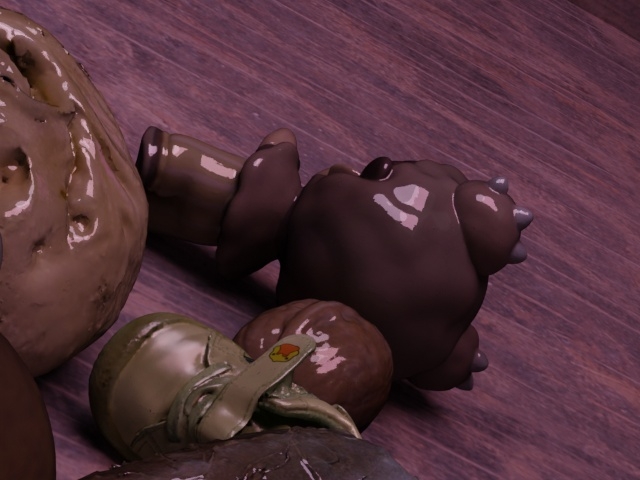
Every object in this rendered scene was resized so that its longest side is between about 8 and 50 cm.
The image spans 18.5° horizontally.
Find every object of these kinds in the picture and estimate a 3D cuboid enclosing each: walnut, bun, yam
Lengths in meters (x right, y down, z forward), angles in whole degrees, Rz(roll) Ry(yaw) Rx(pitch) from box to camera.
[{"bbox_3d":[-0.011,0.118,1.706,0.140,0.140,0.162,43,20,21],"label":"walnut"},{"bbox_3d":[-0.283,-0.053,1.599,0.326,0.234,0.362,20,34,-36],"label":"bun"},{"bbox_3d":[-0.077,0.237,1.368,0.201,0.202,0.271,21,19,31],"label":"yam"}]

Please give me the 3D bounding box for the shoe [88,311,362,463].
[{"bbox_3d":[-0.056,0.149,1.573,0.262,0.128,0.140,42,53,0],"label":"shoe"}]

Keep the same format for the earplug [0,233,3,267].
[{"bbox_3d":[-0.378,-0.028,1.379,0.324,0.185,0.185,15,24,7],"label":"earplug"}]

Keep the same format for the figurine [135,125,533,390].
[{"bbox_3d":[-0.001,-0.001,1.853,0.380,0.248,0.203,21,30,7],"label":"figurine"}]

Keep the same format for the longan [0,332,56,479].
[{"bbox_3d":[-0.281,0.133,1.258,0.248,0.248,0.248,26,26,-14],"label":"longan"}]
